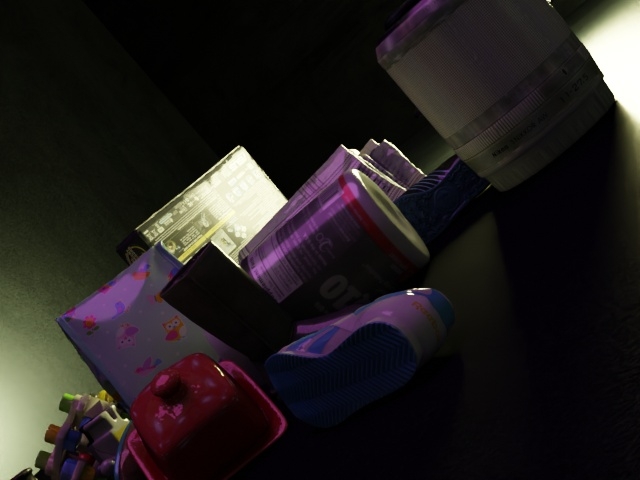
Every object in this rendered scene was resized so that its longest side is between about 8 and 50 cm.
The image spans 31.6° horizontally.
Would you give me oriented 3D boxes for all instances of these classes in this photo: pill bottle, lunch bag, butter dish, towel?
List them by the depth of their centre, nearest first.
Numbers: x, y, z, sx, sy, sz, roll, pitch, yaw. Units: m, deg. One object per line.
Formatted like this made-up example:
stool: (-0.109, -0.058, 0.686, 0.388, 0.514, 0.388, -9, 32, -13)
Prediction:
butter dish: (-0.145, 0.186, 1.236, 0.160, 0.118, 0.160, -37, 39, -11)
pill bottle: (-0.012, 0.054, 1.483, 0.283, 0.161, 0.161, -41, 4, 11)
lunch bag: (-0.238, 0.166, 1.746, 0.223, 0.262, 0.160, -39, -31, -17)
towel: (0.026, -0.023, 1.812, 0.324, 0.056, 0.312, -42, 30, -1)

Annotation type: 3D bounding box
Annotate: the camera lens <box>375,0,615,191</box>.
camera lens: (0.226, -0.231, 1.499, 0.219, 0.274, 0.219, -41, 4, 4)

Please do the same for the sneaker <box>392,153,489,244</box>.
sneaker: (0.166, -0.054, 1.636, 0.232, 0.081, 0.090, -36, -2, -4)

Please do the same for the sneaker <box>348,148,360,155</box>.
sneaker: (0.117, -0.057, 2.082, 0.099, 0.153, 0.282, -43, -26, 6)

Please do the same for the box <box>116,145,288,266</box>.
box: (-0.181, 0.023, 2.294, 0.097, 0.318, 0.395, -39, 6, 41)

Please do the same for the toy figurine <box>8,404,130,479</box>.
toy figurine: (-0.305, 0.330, 1.481, 0.209, 0.148, 0.213, -36, 0, -21)

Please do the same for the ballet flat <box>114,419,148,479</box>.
ballet flat: (-0.159, 0.239, 1.433, 0.124, 0.116, 0.342, -21, 3, 9)

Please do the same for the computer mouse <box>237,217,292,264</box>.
computer mouse: (-0.056, 0.072, 1.706, 0.188, 0.072, 0.272, -37, 21, 15)

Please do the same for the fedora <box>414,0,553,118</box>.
fedora: (0.311, -0.262, 1.907, 0.334, 0.152, 0.334, -41, 4, 3)

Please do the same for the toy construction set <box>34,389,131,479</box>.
toy construction set: (-0.395, 0.367, 1.856, 0.328, 0.151, 0.215, -54, 13, 47)

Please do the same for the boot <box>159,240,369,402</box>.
boot: (-0.063, 0.077, 1.364, 0.189, 0.208, 0.076, -40, 5, 15)

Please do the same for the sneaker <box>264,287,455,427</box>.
sneaker: (0.035, 0.110, 1.065, 0.092, 0.087, 0.228, -36, 7, -41)
